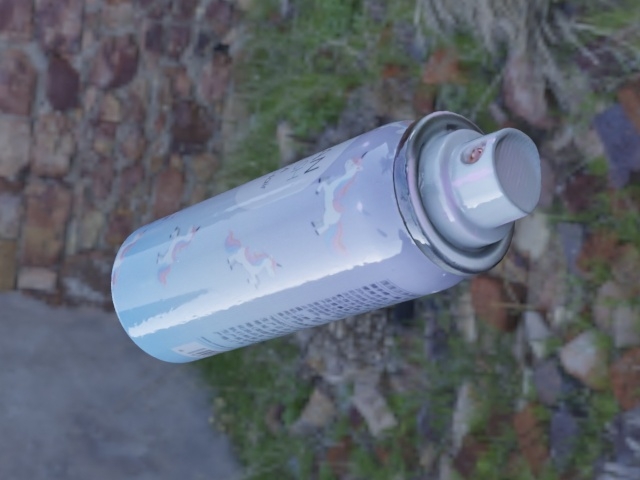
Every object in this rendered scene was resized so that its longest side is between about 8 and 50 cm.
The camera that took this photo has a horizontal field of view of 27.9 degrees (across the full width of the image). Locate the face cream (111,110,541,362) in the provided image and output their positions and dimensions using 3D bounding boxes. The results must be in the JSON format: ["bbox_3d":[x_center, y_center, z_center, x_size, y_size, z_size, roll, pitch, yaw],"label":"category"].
[{"bbox_3d":[0.000,0.000,0.574,0.229,0.075,0.075,-19,64,43],"label":"face cream"}]
